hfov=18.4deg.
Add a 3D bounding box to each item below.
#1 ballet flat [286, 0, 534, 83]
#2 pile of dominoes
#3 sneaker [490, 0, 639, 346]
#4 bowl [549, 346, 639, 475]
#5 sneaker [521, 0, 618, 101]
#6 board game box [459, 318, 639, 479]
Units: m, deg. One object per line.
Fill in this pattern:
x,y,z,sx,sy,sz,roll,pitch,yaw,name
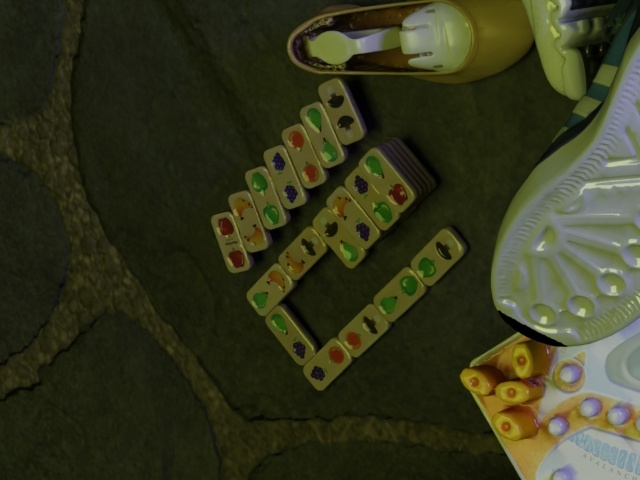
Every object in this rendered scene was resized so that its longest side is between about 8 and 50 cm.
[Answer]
0.070,-0.164,1.649,0.232,0.073,0.080,-2,102,40,ballet flat
0.000,0.000,1.757,0.196,0.040,0.251,50,128,9,pile of dominoes
0.246,-0.094,1.441,0.130,0.236,0.322,28,130,3,sneaker
0.271,0.163,1.548,0.170,0.080,0.170,1,93,24,bowl
0.177,-0.249,1.525,0.118,0.110,0.292,-10,87,49,sneaker
0.346,0.168,1.442,0.390,0.050,0.390,-34,78,22,board game box
